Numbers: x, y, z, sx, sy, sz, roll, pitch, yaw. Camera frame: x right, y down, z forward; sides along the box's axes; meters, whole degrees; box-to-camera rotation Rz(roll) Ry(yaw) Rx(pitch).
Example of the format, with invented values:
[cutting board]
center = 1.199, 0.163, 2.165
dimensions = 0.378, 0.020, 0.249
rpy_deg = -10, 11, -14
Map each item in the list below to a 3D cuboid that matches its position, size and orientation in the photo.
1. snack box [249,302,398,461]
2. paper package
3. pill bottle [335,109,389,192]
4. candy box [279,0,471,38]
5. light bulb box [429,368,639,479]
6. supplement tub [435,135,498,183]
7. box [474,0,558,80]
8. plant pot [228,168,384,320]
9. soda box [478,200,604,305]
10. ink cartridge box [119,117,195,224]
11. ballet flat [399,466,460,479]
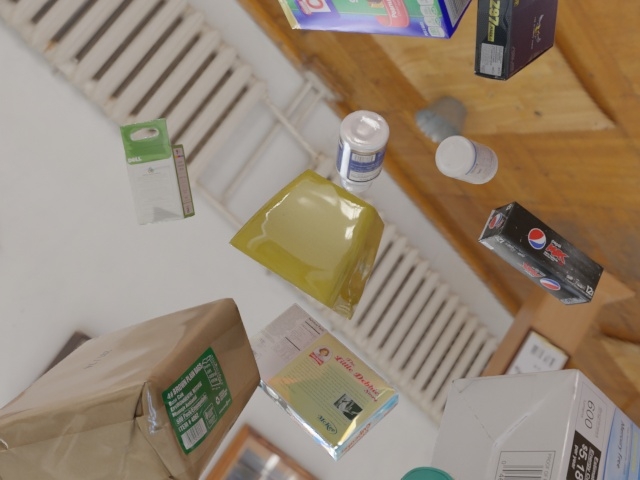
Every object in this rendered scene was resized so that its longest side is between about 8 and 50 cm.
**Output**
[snack box]
center = -0.012, 0.293, 1.685
dimensions = 0.322, 0.187, 0.060
rpy_deg = 39, 153, 29
[paper package]
center = -0.282, 0.243, 1.187
dimensions = 0.168, 0.310, 0.325
rpy_deg = 68, -161, -10
[pill bottle]
center = 0.056, -0.119, 1.098
dimensions = 0.067, 0.067, 0.120
rpy_deg = 31, 153, 13
[candy box]
center = 0.051, -0.458, 1.223
dimensions = 0.317, 0.122, 0.268
rpy_deg = 16, 153, 36
[light bulb box]
center = 0.333, 0.428, 1.119
dimensions = 0.361, 0.358, 0.225
rpy_deg = 40, 146, -28
[supplement tub]
center = 0.248, -0.135, 1.336
dimensions = 0.071, 0.071, 0.107
rpy_deg = 24, -170, 34
[box]
center = 0.297, -0.376, 1.168
dimensions = 0.059, 0.183, 0.232
rpy_deg = 19, 128, 31
[plant pot]
center = 0.000, 0.000, 1.405
dimensions = 0.212, 0.187, 0.212
rpy_deg = 32, 177, 16
[soda box]
center = 0.303, 0.020, 1.085
dimensions = 0.169, 0.060, 0.053
rpy_deg = 35, 158, -13
[ink cartridge box]
center = -0.338, -0.143, 1.643
dimensions = 0.109, 0.209, 0.062
rpy_deg = -7, -171, 17
[ballet flat]
center = 0.059, 0.434, 0.865
dimensions = 0.139, 0.400, 0.139
rpy_deg = 26, 141, 23
